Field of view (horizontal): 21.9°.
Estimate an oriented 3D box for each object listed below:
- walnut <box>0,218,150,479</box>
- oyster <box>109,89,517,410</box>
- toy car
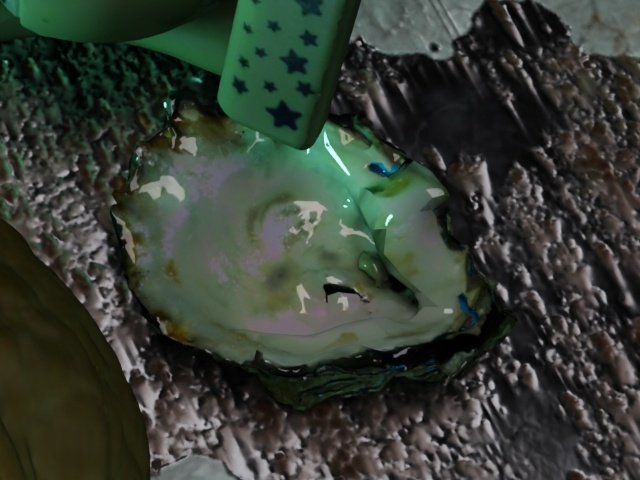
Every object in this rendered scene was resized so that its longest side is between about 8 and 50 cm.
[{"bbox_3d":[-0.241,0.103,0.841,0.252,0.277,0.313,-47,72,12],"label":"walnut"},{"bbox_3d":[-0.002,0.004,1.028,0.260,0.092,0.198,13,64,9],"label":"oyster"},{"bbox_3d":[-0.145,-0.200,0.986,0.336,0.242,0.226,6,49,-10],"label":"toy car"}]
